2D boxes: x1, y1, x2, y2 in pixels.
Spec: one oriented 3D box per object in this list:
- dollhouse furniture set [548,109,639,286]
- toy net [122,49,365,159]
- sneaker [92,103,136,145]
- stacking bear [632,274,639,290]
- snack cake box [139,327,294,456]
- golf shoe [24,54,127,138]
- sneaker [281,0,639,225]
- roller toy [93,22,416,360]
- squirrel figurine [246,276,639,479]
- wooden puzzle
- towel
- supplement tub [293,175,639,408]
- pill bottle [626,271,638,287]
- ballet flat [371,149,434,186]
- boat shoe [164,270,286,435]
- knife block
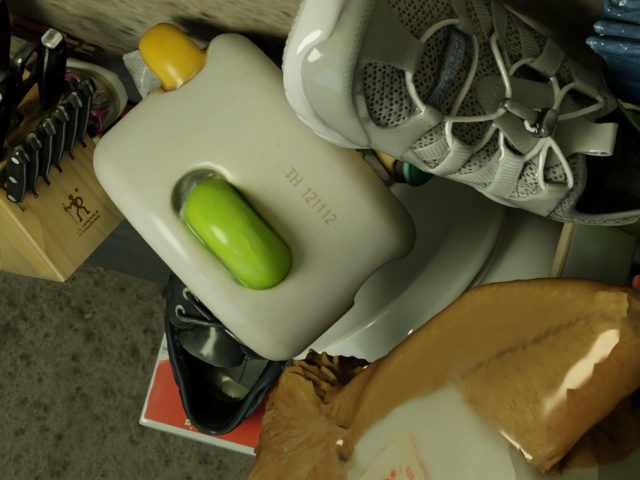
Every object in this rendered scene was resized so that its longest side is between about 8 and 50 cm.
[{"bbox_3d":[0.295,0.029,0.972,0.198,0.151,0.302,24,171,-36],"label":"dollhouse furniture set"},{"bbox_3d":[-0.065,-0.087,1.316,0.122,0.045,0.232,10,171,35],"label":"toy net"},{"bbox_3d":[-0.137,-0.067,1.484,0.209,0.081,0.094,20,169,-30],"label":"sneaker"},{"bbox_3d":[0.357,0.063,1.188,0.175,0.164,0.289,22,174,-42],"label":"stacking bear"},{"bbox_3d":[-0.075,0.077,1.706,0.152,0.264,0.089,16,174,-3],"label":"snack cake box"},{"bbox_3d":[-0.196,-0.118,1.307,0.186,0.086,0.067,3,122,53],"label":"golf shoe"},{"bbox_3d":[0.092,-0.073,0.837,0.115,0.105,0.281,20,-178,38],"label":"sneaker"},{"bbox_3d":[-0.039,-0.034,1.105,0.209,0.146,0.191,48,180,39],"label":"roller toy"},{"bbox_3d":[0.161,0.203,1.114,0.370,0.281,0.397,23,169,-35],"label":"squirrel figurine"},{"bbox_3d":[-0.210,-0.153,1.265,0.083,0.006,0.049,18,172,-25],"label":"wooden puzzle"},{"bbox_3d":[0.174,-0.090,0.864,0.067,0.029,0.119,12,172,16],"label":"towel"},{"bbox_3d":[0.154,0.119,1.339,0.331,0.241,0.241,44,163,-19],"label":"supplement tub"},{"bbox_3d":[0.319,0.119,1.621,0.283,0.160,0.160,15,173,1],"label":"pill bottle"},{"bbox_3d":[0.052,-0.092,1.015,0.073,0.080,0.232,43,174,9],"label":"ballet flat"},{"bbox_3d":[-0.079,0.070,1.485,0.127,0.113,0.340,24,148,1],"label":"boat shoe"},{"bbox_3d":[-0.258,-0.088,1.235,0.276,0.088,0.242,7,138,49],"label":"knife block"}]
